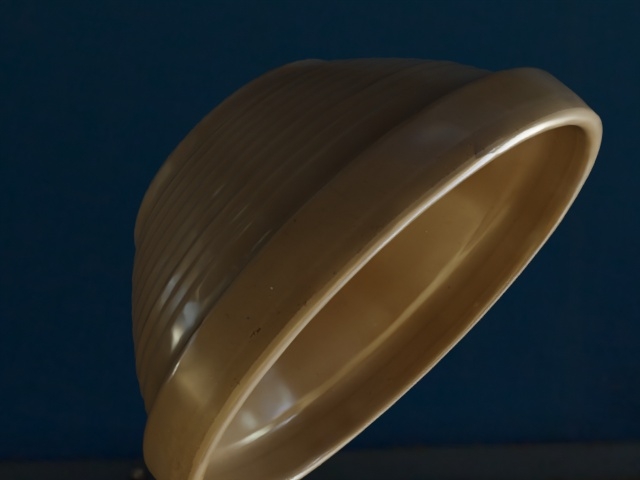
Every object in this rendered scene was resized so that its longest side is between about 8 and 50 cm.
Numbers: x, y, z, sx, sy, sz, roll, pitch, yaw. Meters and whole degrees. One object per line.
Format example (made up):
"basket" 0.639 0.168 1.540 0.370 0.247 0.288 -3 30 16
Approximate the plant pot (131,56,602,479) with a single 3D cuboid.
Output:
"plant pot" 0.000 0.000 0.576 0.110 0.237 0.237 46 -42 17
